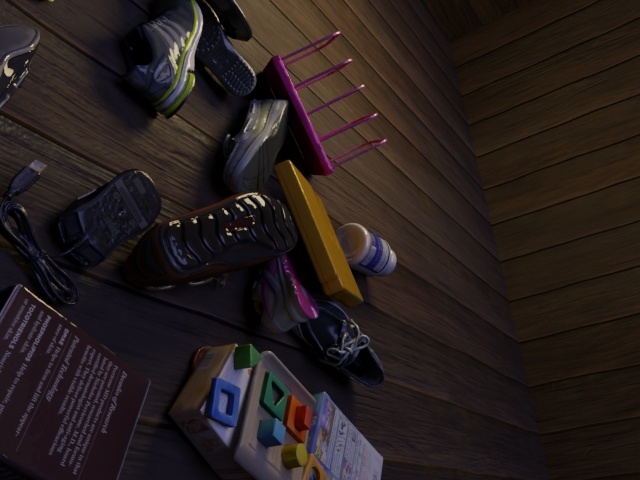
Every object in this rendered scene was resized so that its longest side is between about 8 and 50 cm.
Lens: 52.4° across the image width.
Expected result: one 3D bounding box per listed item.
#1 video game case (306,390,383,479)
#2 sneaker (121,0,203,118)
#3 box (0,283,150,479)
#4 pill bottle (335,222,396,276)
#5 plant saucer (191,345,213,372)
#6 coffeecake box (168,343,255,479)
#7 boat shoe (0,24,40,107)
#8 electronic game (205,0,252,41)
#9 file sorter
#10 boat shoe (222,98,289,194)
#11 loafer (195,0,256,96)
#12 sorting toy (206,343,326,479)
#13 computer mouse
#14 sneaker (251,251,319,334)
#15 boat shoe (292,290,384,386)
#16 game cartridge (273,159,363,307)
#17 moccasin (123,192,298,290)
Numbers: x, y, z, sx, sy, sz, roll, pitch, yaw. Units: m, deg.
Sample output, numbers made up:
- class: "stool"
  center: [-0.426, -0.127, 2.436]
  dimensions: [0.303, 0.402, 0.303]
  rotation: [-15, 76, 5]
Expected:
- class: "video game case"
  center: [0.025, 0.479, 1.269]
  dimensions: [0.244, 0.061, 0.269]
  rotation: [54, 31, -28]
- class: "sneaker"
  center: [-0.299, -0.378, 1.214]
  dimensions: [0.121, 0.111, 0.300]
  rotation: [31, 44, -45]
- class: "box"
  center: [-0.331, 0.187, 0.701]
  dimensions: [0.203, 0.168, 0.167]
  rotation: [49, 33, -35]
- class: "pill bottle"
  center: [0.118, 0.033, 1.683]
  dimensions: [0.186, 0.112, 0.112]
  rotation: [28, 49, -53]
- class: "plant saucer"
  center: [-0.190, 0.222, 1.103]
  dimensions: [0.083, 0.013, 0.083]
  rotation: [42, 38, -44]
- class: "coffeecake box"
  center: [-0.144, 0.287, 1.061]
  dimensions: [0.185, 0.068, 0.142]
  rotation: [61, 32, -26]
- class: "boat shoe"
  center: [-0.452, -0.239, 0.912]
  dimensions: [0.206, 0.075, 0.065]
  rotation: [-85, -173, -48]
- class: "electronic game"
  center: [-0.229, -0.516, 1.378]
  dimensions: [0.229, 0.048, 0.229]
  rotation: [46, -3, 3]
- class: "file sorter"
  center: [0.013, -0.327, 1.572]
  dimensions: [0.291, 0.182, 0.202]
  rotation: [64, -7, -10]
- class: "boat shoe"
  center: [-0.149, -0.208, 1.388]
  dimensions: [0.320, 0.103, 0.118]
  rotation: [-71, 169, -46]
- class: "loafer"
  center: [-0.237, -0.417, 1.390]
  dimensions: [0.251, 0.094, 0.087]
  rotation: [55, -4, -23]
- class: "sorting toy"
  center: [-0.060, 0.310, 1.080]
  dimensions: [0.348, 0.047, 0.196]
  rotation: [55, 34, -35]
- class: "computer mouse"
  center: [-0.354, -0.046, 0.943]
  dimensions: [0.184, 0.060, 0.262]
  rotation: [60, 40, -26]
- class: "sneaker"
  center: [-0.089, 0.088, 1.288]
  dimensions: [0.103, 0.111, 0.252]
  rotation: [51, 10, -30]
- class: "boat shoe"
  center: [0.043, 0.224, 1.397]
  dimensions: [0.105, 0.113, 0.306]
  rotation: [32, -19, 51]
- class: "game cartridge"
  center: [0.000, 0.000, 1.410]
  dimensions: [0.323, 0.052, 0.285]
  rotation: [40, 26, -74]
- class: "moccasin"
  center: [-0.176, 0.009, 1.140]
  dimensions: [0.380, 0.147, 0.139]
  rotation: [-29, 94, -55]
